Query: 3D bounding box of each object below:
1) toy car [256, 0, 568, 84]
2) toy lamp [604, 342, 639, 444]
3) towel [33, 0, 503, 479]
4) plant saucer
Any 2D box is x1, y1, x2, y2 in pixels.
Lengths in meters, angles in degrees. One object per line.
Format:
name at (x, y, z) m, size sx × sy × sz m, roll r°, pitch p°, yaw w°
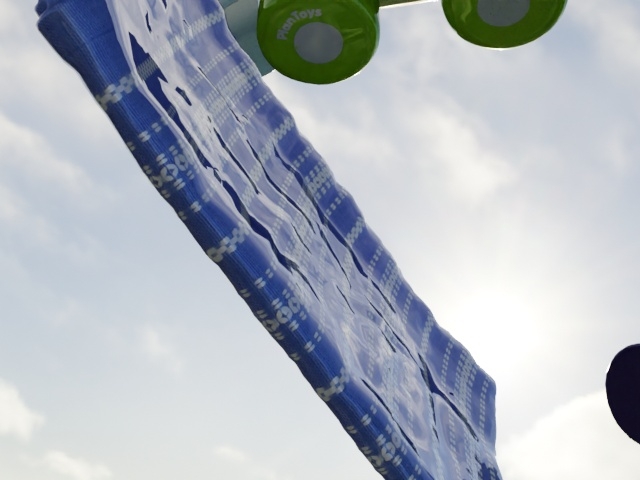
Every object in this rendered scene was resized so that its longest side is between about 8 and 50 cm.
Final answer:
toy car at (0.019, -0.188, 0.476) m, size 0.149 × 0.155 × 0.188 m, roll -10°, pitch -45°, yaw 10°
toy lamp at (0.311, 0.079, 0.834) m, size 0.274 × 0.080 × 0.080 m, roll -11°, pitch 1°, yaw -37°
towel at (0.000, 0.000, 0.581) m, size 0.336 × 0.040 × 0.243 m, roll 53°, pitch 12°, yaw -12°
plant saucer at (-0.059, -0.192, 1.027) m, size 0.195 × 0.037 × 0.195 m, roll -30°, pitch -10°, yaw -6°
